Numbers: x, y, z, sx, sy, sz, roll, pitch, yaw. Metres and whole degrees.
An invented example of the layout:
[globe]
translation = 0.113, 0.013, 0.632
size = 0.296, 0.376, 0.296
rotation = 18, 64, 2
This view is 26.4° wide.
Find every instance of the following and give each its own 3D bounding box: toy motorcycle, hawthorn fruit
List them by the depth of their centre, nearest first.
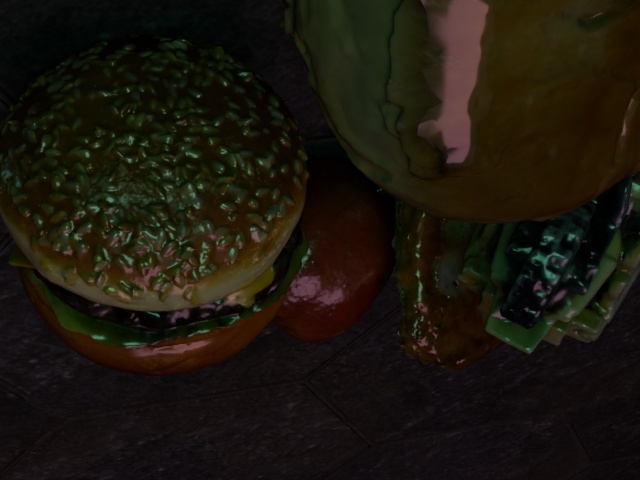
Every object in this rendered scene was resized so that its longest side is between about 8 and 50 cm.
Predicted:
[toy motorcycle]
translation = 0.260, -0.069, 1.289
size = 0.169, 0.410, 0.237
rotation = 28, 153, 10
[hawthorn fruit]
translation = 0.000, 0.000, 1.414
size = 0.202, 0.185, 0.185
rotation = -37, 148, 4

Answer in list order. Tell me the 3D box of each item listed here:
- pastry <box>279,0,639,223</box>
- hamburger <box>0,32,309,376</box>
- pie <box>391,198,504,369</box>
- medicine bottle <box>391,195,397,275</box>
[pastry]
translation = 0.149, -0.208, 1.027
size = 0.410, 0.245, 0.409
rotation = -18, 128, -24
[hamburger]
translation = -0.139, -0.036, 1.175
size = 0.291, 0.291, 0.225
rotation = -10, 148, -13
[pie]
translation = 0.171, -0.014, 1.423
size = 0.308, 0.308, 0.085
rotation = 13, 180, -42
[medicine bottle]
translation = 0.177, -0.003, 1.556
size = 0.252, 0.114, 0.114
rotation = 8, 142, -37
